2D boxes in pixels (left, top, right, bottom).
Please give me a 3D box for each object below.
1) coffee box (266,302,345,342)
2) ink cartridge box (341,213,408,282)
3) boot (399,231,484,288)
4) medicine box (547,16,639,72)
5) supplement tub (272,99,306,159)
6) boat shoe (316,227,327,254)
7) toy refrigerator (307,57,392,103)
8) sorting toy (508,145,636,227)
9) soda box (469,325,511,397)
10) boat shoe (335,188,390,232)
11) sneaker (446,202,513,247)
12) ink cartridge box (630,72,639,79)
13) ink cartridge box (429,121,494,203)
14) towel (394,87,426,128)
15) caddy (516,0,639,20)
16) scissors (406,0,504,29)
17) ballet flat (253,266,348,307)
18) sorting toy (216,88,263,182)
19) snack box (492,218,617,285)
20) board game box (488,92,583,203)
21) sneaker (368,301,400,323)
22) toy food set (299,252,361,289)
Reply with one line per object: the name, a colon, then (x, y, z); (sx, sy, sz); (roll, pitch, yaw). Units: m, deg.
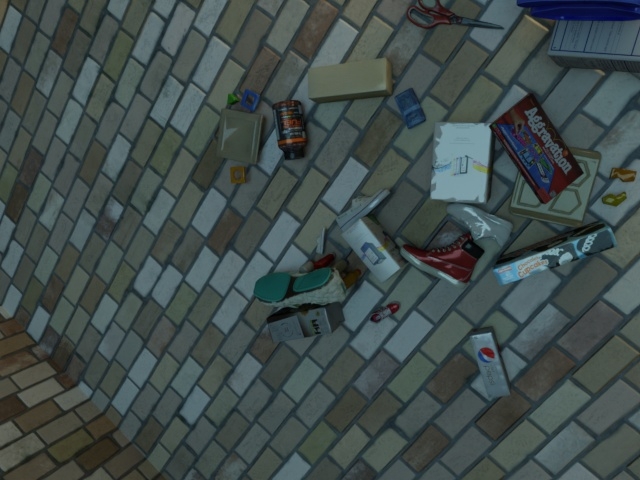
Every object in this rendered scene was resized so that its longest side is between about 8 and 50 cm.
coffee box: (-0.054, 0.290, 1.873); (0.246, 0.141, 0.098); (-14, 94, 24)
ink cartridge box: (0.189, 0.025, 1.715); (0.093, 0.154, 0.212); (-41, 82, 23)
boot: (0.396, 0.027, 1.668); (0.244, 0.088, 0.176); (26, 108, 9)
medicine box: (0.778, -0.584, 1.318); (0.289, 0.149, 0.264); (20, 104, 34)
supplement tub: (-0.105, -0.384, 1.797); (0.105, 0.106, 0.198); (-6, 97, 24)
boat shoe: (0.000, 0.000, 1.859); (0.035, 0.035, 0.100); (12, 110, 18)
toy refrigerator: (0.099, -0.523, 1.694); (0.269, 0.094, 0.103); (0, 92, 23)
sorting toy: (0.739, -0.158, 1.515); (0.307, 0.041, 0.229); (15, 100, 20)
soda box: (0.555, 0.395, 1.671); (0.073, 0.069, 0.216); (-17, 93, 24)
boat shoe: (0.136, -0.115, 1.752); (0.226, 0.083, 0.076); (-41, 83, 24)
sneaker: (0.486, -0.047, 1.604); (0.212, 0.080, 0.094); (23, 83, 17)
ink cartridge box: (0.916, -0.570, 1.354); (0.275, 0.060, 0.239); (-50, 62, 23)
ink cartridge box: (0.435, -0.237, 1.555); (0.168, 0.171, 0.233); (6, 101, 22)
towel: (0.291, -0.429, 1.661); (0.067, 0.029, 0.120); (-24, 89, 24)
caddy: (0.627, -0.626, 1.190); (0.341, 0.241, 0.179); (19, 107, 35)
scissors: (0.407, -0.671, 1.577); (0.297, 0.021, 0.109); (34, 108, 13)
ballet flat: (-0.073, 0.188, 1.816); (0.408, 0.146, 0.147); (-9, 96, 43)
sorting toy: (-0.298, -0.386, 1.913); (0.195, 0.047, 0.348); (16, 105, 24)
snack box: (0.673, 0.034, 1.492); (0.321, 0.187, 0.060); (-24, 89, 24)
board game box: (0.611, -0.256, 1.444); (0.145, 0.027, 0.281); (-39, 102, 0)
sneaker: (0.221, 0.255, 1.789); (0.118, 0.067, 0.042); (-31, 87, 24)
toy food set: (0.023, 0.112, 1.852); (0.232, 0.104, 0.111); (-4, 112, 42)
